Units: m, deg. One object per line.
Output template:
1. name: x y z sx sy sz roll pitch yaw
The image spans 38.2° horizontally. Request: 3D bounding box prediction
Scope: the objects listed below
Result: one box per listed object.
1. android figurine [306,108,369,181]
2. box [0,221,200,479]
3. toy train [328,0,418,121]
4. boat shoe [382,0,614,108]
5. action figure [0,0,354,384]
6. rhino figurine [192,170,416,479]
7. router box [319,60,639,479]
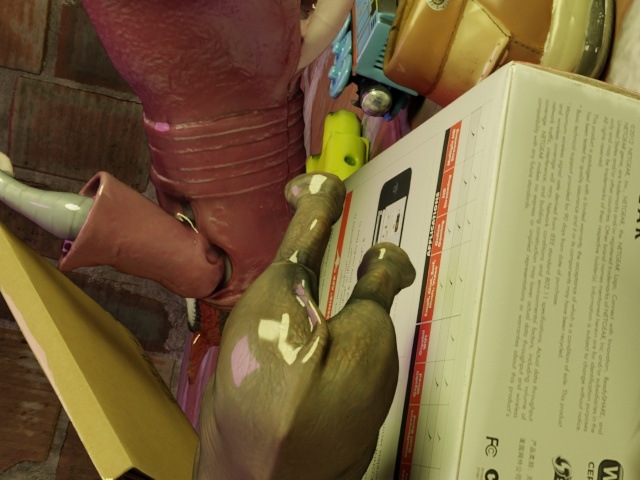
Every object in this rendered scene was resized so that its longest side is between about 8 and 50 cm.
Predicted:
1. android figurine: 0.000 0.000 0.993 0.248 0.056 0.273 119 162 -57
2. box: -0.113 0.089 0.527 0.201 0.021 0.164 48 175 39
3. toy train: 0.059 -0.187 0.841 0.184 0.080 0.105 -87 23 -51
4. boat shoe: 0.093 -0.208 0.546 0.123 0.119 0.324 117 161 -55
5. action figure: -0.045 -0.077 0.554 0.248 0.275 0.370 -37 -52 -51
6. rhino figurine: -0.019 0.095 0.404 0.106 0.073 0.243 -73 0 -47
7. router box: 0.044 0.116 0.488 0.301 0.082 0.336 152 129 -71
